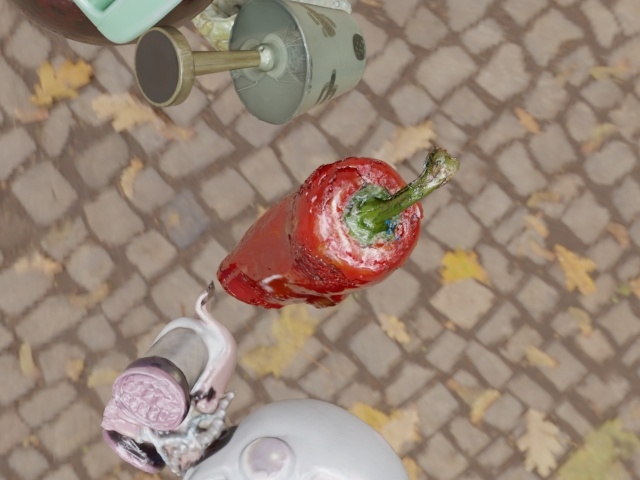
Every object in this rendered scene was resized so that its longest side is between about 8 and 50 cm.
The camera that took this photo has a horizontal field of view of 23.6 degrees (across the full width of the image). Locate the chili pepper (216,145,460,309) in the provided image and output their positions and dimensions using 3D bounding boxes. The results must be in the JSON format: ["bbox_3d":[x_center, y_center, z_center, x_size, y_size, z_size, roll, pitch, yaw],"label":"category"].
[{"bbox_3d":[0.000,0.000,1.315,0.110,0.387,0.110,5,76,-22],"label":"chili pepper"}]

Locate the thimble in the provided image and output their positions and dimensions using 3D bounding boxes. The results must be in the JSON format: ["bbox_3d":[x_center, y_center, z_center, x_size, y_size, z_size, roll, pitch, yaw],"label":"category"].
[{"bbox_3d":[-0.058,-0.295,1.960,0.191,0.137,0.143,-23,143,16],"label":"thimble"}]

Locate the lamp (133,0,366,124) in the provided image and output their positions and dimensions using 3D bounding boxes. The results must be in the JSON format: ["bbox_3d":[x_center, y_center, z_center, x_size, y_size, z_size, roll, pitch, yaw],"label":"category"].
[{"bbox_3d":[-0.062,-0.164,1.403,0.215,0.121,0.121,-12,109,-41],"label":"lamp"}]

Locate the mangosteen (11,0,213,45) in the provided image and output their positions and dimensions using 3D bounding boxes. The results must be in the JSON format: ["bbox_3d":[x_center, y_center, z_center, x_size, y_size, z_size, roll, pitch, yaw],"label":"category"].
[{"bbox_3d":[-0.227,-0.339,1.442,0.347,0.307,0.306,12,101,-20],"label":"mangosteen"}]

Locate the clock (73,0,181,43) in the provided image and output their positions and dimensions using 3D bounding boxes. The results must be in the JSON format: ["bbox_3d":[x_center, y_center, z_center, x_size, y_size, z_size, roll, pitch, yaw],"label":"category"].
[{"bbox_3d":[-0.058,-0.190,0.848,0.060,0.188,0.148,49,62,-11],"label":"clock"}]

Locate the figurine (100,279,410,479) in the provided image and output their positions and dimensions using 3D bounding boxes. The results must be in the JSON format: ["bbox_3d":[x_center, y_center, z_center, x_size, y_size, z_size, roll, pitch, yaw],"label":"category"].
[{"bbox_3d":[-0.056,0.231,1.574,0.361,0.253,0.211,44,81,7],"label":"figurine"}]
